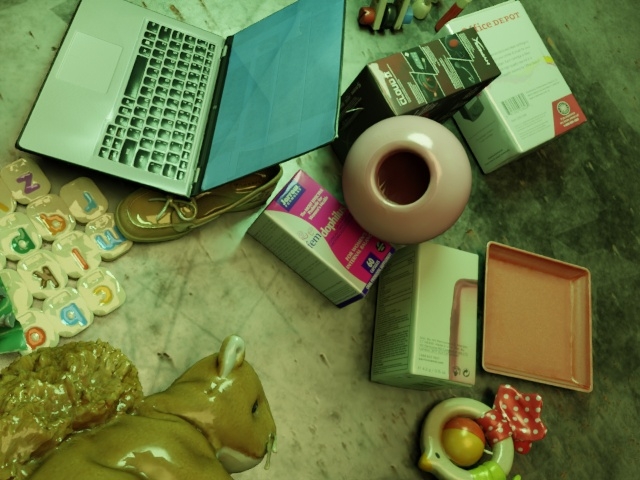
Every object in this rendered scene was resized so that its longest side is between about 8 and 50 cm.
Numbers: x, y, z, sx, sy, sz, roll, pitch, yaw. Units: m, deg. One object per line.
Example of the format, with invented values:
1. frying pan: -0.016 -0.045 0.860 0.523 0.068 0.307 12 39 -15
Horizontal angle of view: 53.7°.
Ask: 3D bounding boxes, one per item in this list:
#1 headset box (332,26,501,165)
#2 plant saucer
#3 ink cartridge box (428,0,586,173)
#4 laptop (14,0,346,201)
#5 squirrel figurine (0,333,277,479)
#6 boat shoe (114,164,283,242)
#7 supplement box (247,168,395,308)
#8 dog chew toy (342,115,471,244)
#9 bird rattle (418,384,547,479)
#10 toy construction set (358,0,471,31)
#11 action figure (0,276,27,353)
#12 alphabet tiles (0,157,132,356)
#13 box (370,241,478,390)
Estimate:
1. headset box: 0.151 -0.260 1.177 0.293 0.218 0.110 -27 84 -27
2. plant saucer: 0.423 0.155 1.259 0.259 0.048 0.258 14 69 -17
3. ink cartridge box: 0.387 -0.327 1.346 0.226 0.131 0.306 -25 83 -27
4. laptop: -0.197 -0.286 0.985 0.408 0.236 0.381 16 54 -17
5. squirrel figurine: -0.241 0.256 0.807 0.397 0.281 0.370 37 45 1
6. boat shoe: -0.197 -0.079 1.042 0.285 0.089 0.104 -24 85 -30
7. supplement box: 0.000 0.000 1.093 0.220 0.114 0.111 39 64 -6
8. dog chew toy: 0.154 -0.098 1.090 0.207 0.332 0.206 0 92 13
9. bird rattle: 0.279 0.353 1.098 0.207 0.143 0.253 23 62 3
10. toy construction set: 0.185 -0.573 1.277 0.309 0.237 0.257 22 67 -16
11. action figure: -0.535 0.128 0.844 0.232 0.063 0.137 -21 89 -12
12. alphabet tiles: -0.438 0.023 0.952 0.284 0.021 0.278 -35 89 -28
13. box: 0.182 0.136 1.106 0.127 0.149 0.232 14 69 -19
